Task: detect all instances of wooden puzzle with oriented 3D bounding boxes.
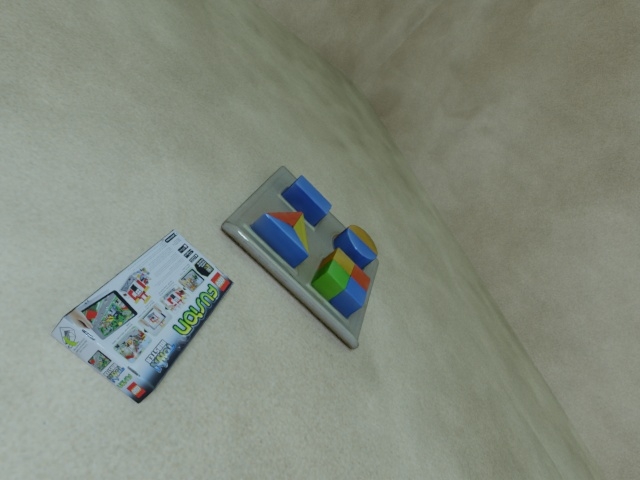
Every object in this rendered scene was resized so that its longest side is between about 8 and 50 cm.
[{"bbox_3d":[0.000,0.000,0.850,0.322,0.080,0.348,44,27,-10],"label":"wooden puzzle"}]

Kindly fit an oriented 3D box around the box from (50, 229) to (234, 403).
[{"bbox_3d":[-0.193,0.076,0.506,0.114,0.036,0.207,44,27,-9],"label":"box"}]
